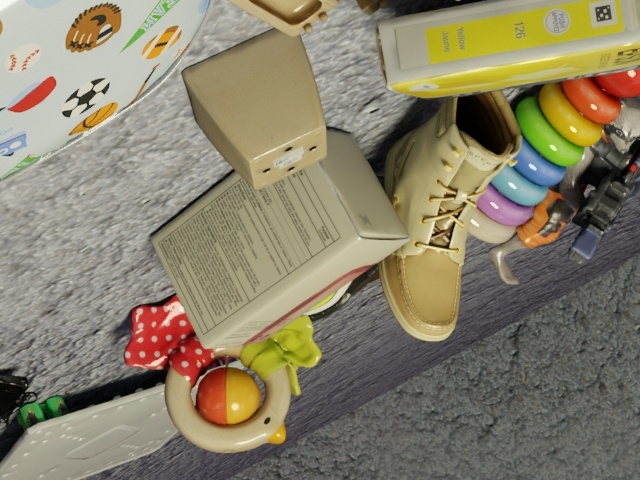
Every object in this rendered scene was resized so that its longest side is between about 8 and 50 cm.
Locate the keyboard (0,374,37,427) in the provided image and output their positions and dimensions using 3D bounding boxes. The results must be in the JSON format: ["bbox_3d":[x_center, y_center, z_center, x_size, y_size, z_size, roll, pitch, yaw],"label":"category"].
[{"bbox_3d":[-0.447,0.216,1.461,0.100,0.038,0.192,17,138,-35],"label":"keyboard"}]

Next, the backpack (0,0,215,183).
[{"bbox_3d":[-0.168,-0.148,0.523,0.277,0.213,0.263,-27,174,-13],"label":"backpack"}]

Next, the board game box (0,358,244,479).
[{"bbox_3d":[-0.366,0.313,1.822,0.390,0.050,0.390,-13,157,-40],"label":"board game box"}]

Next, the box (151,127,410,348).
[{"bbox_3d":[-0.045,-0.002,1.220,0.232,0.148,0.127,-35,162,24],"label":"box"}]

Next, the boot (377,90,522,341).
[{"bbox_3d":[0.144,-0.038,1.219,0.095,0.261,0.203,10,155,-18],"label":"boot"}]

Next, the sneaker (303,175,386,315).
[{"bbox_3d":[0.000,0.000,1.419,0.121,0.111,0.300,10,140,-39],"label":"sneaker"}]

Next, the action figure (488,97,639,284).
[{"bbox_3d":[0.345,-0.081,1.575,0.330,0.178,0.341,-50,178,42],"label":"action figure"}]

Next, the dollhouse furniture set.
[{"bbox_3d":[0.024,-0.184,0.830,0.151,0.123,0.144,-34,162,18],"label":"dollhouse furniture set"}]

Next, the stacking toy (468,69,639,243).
[{"bbox_3d":[0.297,-0.146,1.402,0.330,0.141,0.141,-45,158,28],"label":"stacking toy"}]

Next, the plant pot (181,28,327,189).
[{"bbox_3d":[-0.048,-0.110,0.984,0.109,0.096,0.109,-26,164,-7],"label":"plant pot"}]

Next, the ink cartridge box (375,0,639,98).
[{"bbox_3d":[0.225,-0.177,0.969,0.307,0.072,0.303,-6,-178,14],"label":"ink cartridge box"}]

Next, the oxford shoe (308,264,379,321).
[{"bbox_3d":[0.034,0.057,1.642,0.227,0.082,0.096,-33,167,19],"label":"oxford shoe"}]

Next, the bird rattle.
[{"bbox_3d":[-0.128,0.172,1.444,0.254,0.206,0.143,4,150,-14],"label":"bird rattle"}]
